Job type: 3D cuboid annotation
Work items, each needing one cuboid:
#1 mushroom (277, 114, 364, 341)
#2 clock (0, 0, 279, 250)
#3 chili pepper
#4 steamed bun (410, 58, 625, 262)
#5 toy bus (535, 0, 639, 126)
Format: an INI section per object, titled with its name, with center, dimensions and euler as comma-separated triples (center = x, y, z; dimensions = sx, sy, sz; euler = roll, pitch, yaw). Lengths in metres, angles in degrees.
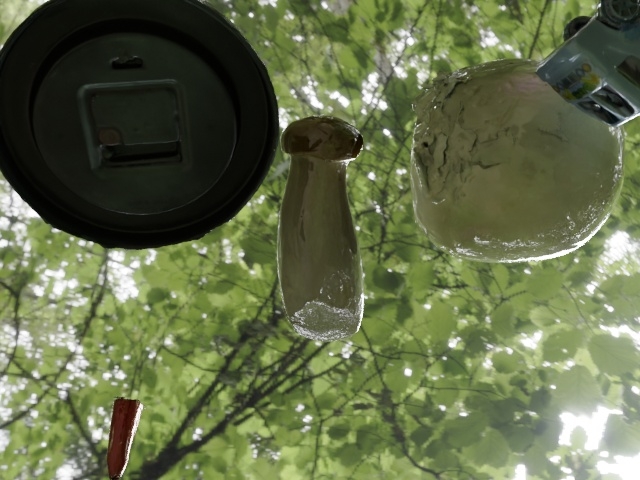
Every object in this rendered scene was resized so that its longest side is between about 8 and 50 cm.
[mushroom]
center = 0.000, 0.000, 1.020
dimensions = 0.128, 0.128, 0.350
euler = 20, -61, 38
[clock]
center = -0.211, -0.138, 0.850
dimensions = 0.325, 0.325, 0.067
euler = -43, -150, 16
[chili pepper]
center = -0.423, 0.426, 1.552
dimensions = 0.065, 0.088, 0.168
euler = 2, -117, 7
[steamed bun]
center = 0.286, -0.140, 1.076
dimensions = 0.312, 0.233, 0.333
euler = -4, -122, 14
[toy bus]
center = 0.417, -0.277, 0.880
dimensions = 0.330, 0.109, 0.136
euler = -42, -88, -11
